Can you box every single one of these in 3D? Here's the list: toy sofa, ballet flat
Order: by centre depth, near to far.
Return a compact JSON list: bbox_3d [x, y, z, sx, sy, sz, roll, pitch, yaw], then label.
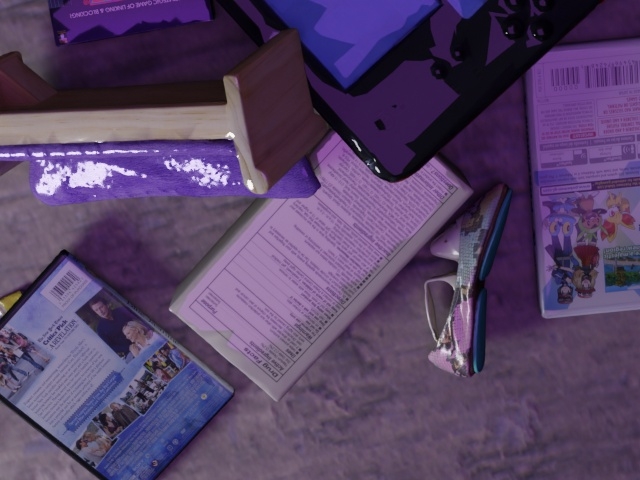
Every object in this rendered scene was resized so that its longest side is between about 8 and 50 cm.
[{"bbox_3d":[-0.187,-0.096,1.472,0.363,0.150,0.177,0,113,24],"label":"toy sofa"},{"bbox_3d":[0.154,0.040,1.625,0.079,0.077,0.221,12,103,16],"label":"ballet flat"}]

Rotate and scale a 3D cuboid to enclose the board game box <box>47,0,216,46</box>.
[{"bbox_3d":[-0.205,-0.286,1.551,0.170,0.048,0.141,-10,102,1],"label":"board game box"}]

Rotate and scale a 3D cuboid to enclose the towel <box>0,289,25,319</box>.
[{"bbox_3d":[-0.352,0.096,1.654,0.083,0.009,0.060,-25,103,4],"label":"towel"}]

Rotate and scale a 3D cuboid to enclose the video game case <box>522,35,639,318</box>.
[{"bbox_3d":[0.392,-0.076,1.616,0.329,0.036,0.299,-6,103,-1],"label":"video game case"}]

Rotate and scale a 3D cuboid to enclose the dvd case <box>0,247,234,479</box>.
[{"bbox_3d":[-0.248,0.155,1.657,0.253,0.022,0.180,41,99,-13],"label":"dvd case"}]

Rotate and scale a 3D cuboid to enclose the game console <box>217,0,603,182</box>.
[{"bbox_3d":[0.068,-0.303,1.472,0.342,0.060,0.386,-43,95,-5],"label":"game console"}]

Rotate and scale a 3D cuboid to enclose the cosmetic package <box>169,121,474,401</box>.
[{"bbox_3d":[0.000,0.000,1.587,0.160,0.113,0.309,42,99,-9],"label":"cosmetic package"}]
